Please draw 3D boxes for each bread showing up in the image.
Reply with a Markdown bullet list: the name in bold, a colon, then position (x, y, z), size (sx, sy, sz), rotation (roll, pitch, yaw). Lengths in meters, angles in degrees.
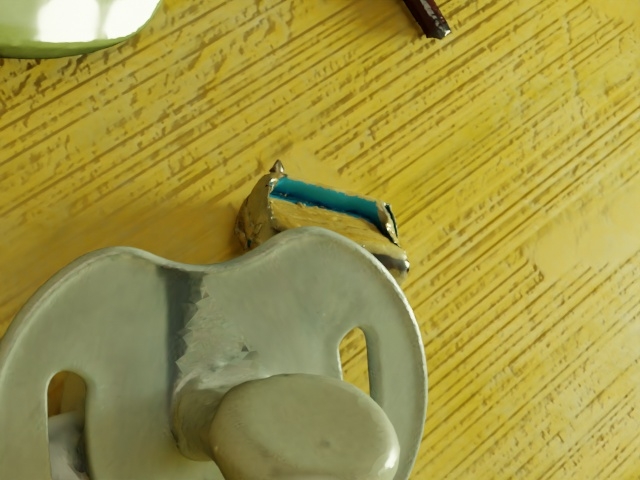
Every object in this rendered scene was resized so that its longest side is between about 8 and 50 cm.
- **bread**: position (0.000, 0.000, 1.019), size (0.106, 0.053, 0.072), rotation (13, 43, -30)

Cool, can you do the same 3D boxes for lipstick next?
- **lipstick**: position (0.038, -0.214, 1.136), size (0.027, 0.027, 0.176), rotation (-34, 93, -35)

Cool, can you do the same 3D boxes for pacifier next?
- **pacifier**: position (-0.031, 0.110, 0.868), size (0.279, 0.207, 0.227), rotation (-7, 94, -33)

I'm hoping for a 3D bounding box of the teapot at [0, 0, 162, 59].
- **teapot**: position (-0.136, -0.281, 0.927), size (0.239, 0.239, 0.321), rotation (9, 56, -58)
